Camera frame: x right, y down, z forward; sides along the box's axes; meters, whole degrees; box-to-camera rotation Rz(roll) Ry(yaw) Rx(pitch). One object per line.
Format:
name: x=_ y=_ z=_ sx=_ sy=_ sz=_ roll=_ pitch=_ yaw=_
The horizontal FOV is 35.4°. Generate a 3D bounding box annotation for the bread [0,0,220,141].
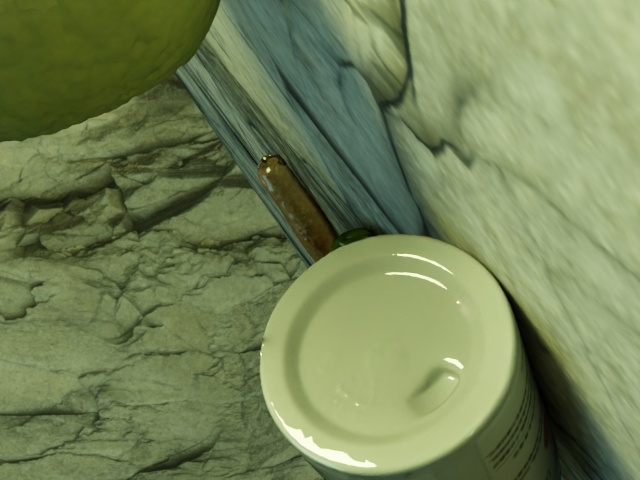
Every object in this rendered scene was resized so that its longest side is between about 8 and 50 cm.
bread: x=-0.191 y=-0.197 z=0.520 sx=0.321 sy=0.237 sz=0.320 roll=61 pitch=166 yaw=26

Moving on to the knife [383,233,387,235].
knife: x=0.100 y=0.073 z=0.817 sx=0.184 sy=0.022 sz=0.026 roll=56 pitch=151 yaw=0

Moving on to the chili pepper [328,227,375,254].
chili pepper: x=0.035 y=0.016 z=0.917 sx=0.052 sy=0.050 sz=0.201 roll=39 pitch=177 yaw=-5

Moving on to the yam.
yam: x=0.000 y=0.000 z=1.271 sx=0.264 sy=0.046 sz=0.046 roll=55 pitch=177 yaw=-25

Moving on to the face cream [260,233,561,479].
face cream: x=0.088 y=0.150 z=0.679 sx=0.145 sy=0.145 sz=0.370 roll=52 pitch=175 yaw=37
